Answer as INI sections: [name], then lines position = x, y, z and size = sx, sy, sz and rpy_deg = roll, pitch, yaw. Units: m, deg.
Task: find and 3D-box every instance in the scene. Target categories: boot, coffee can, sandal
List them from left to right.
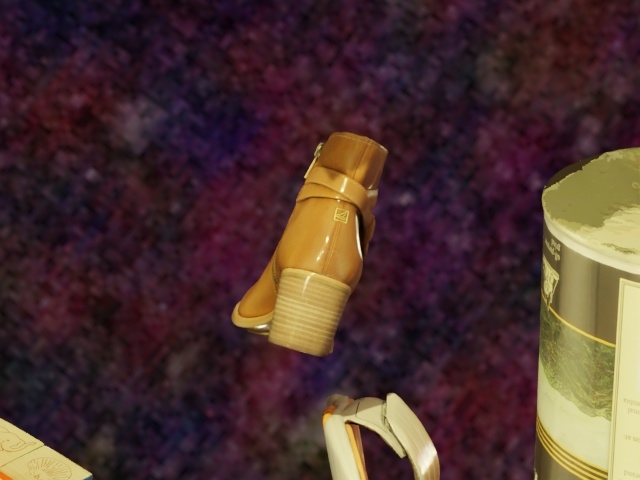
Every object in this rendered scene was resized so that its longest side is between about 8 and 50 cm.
[boot]
position = 0.000, 0.000, 1.312
size = 0.197, 0.073, 0.152
rpy_deg = -172, -81, -78
[sandal]
position = 0.046, 0.155, 1.379
size = 0.076, 0.102, 0.265
rpy_deg = -12, -172, 1
[coffee can]
position = 0.238, 0.101, 1.207
size = 0.201, 0.201, 0.275
rpy_deg = -26, 124, -45

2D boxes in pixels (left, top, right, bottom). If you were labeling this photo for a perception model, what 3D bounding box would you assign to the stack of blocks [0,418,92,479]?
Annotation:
[stack of blocks]
position = -0.244, 0.279, 1.172
size = 0.171, 0.087, 0.297
rpy_deg = -24, 132, -49
